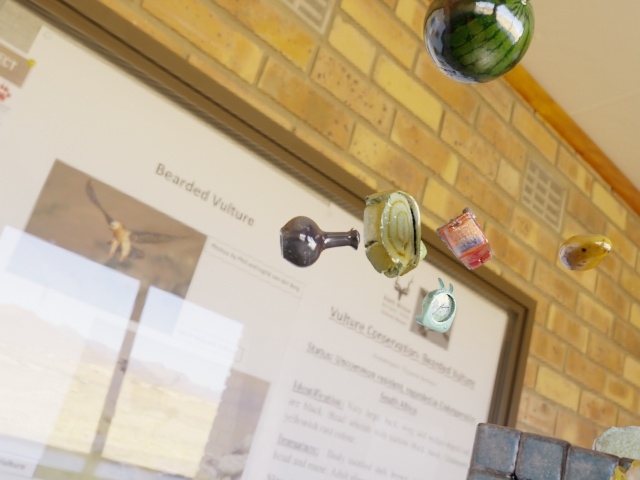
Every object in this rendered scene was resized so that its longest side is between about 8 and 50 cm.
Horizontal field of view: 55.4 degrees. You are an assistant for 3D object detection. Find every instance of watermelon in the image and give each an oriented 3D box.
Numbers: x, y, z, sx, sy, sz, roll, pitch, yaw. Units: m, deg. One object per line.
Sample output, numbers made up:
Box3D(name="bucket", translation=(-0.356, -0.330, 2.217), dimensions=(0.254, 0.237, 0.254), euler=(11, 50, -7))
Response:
Box3D(name="watermelon", translation=(0.352, -0.474, 1.365), dimensions=(0.242, 0.242, 0.242), euler=(15, -18, 5))

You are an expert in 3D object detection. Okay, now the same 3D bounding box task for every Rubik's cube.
Box3D(name="Rubik's cube", translation=(0.454, 0.557, 1.098), dimensions=(0.337, 0.345, 0.343), euler=(1, -25, 34))

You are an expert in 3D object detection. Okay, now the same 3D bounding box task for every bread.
Box3D(name="bread", translation=(0.123, -0.012, 1.052), dimensions=(0.064, 0.156, 0.117), euler=(-14, -29, 43))

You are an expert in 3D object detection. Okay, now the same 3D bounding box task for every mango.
Box3D(name="mango", translation=(0.716, 0.030, 1.663), dimensions=(0.115, 0.090, 0.178), euler=(5, -14, 8))

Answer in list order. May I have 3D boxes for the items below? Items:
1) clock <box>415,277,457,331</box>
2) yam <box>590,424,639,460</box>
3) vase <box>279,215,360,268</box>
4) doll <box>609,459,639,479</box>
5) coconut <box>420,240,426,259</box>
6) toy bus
Box3D(name="clock", translation=(0.317, 0.172, 1.625), dimensions=(0.101, 0.135, 0.041), euler=(24, -2, -29))
Box3D(name="yam", translation=(0.713, 0.607, 1.430), dimensions=(0.240, 0.241, 0.348), euler=(10, -53, 19))
Box3D(name="vase", translation=(0.000, 0.000, 1.390), dimensions=(0.182, 0.120, 0.120), euler=(-5, -16, -9))
Box3D(name="doll", translation=(0.467, 0.310, 0.812), dimensions=(0.129, 0.081, 0.207), euler=(0, -39, -37))
Box3D(name="coconut", translation=(0.265, 0.032, 1.784), dimensions=(0.087, 0.096, 0.088), euler=(-8, -43, -7))
Box3D(name="toy bus", translation=(0.233, 0.002, 0.972), dimensions=(0.065, 0.077, 0.192), euler=(-34, -17, 12))
